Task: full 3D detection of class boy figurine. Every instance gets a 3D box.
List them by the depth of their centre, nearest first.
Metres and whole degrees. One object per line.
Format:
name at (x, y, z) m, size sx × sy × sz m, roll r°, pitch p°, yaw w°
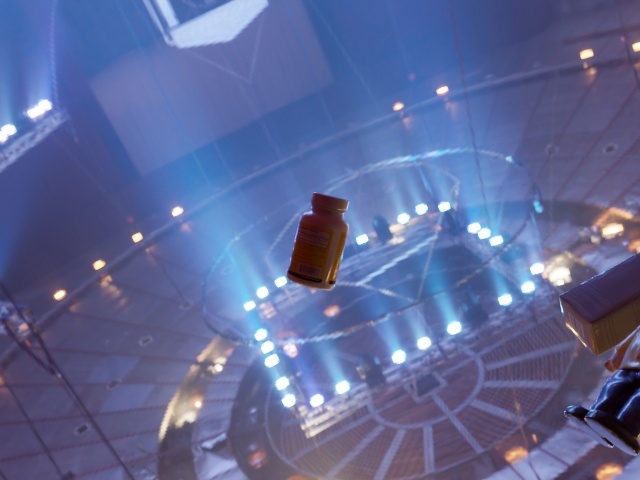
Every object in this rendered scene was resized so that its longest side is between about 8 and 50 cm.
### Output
boy figurine at (0.457, 0.150, 1.035) m, size 0.285 × 0.092 × 0.177 m, roll -52°, pitch -173°, yaw -9°

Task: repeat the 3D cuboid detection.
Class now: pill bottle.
pill bottle at (0.000, 0.000, 0.981) m, size 0.065 × 0.117 × 0.065 m, roll 14°, pitch -175°, yaw -1°

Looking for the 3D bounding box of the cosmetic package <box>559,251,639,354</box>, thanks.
cosmetic package at (0.655, 0.128, 1.669) m, size 0.237 × 0.107 × 0.127 m, roll -24°, pitch -150°, yaw -4°
